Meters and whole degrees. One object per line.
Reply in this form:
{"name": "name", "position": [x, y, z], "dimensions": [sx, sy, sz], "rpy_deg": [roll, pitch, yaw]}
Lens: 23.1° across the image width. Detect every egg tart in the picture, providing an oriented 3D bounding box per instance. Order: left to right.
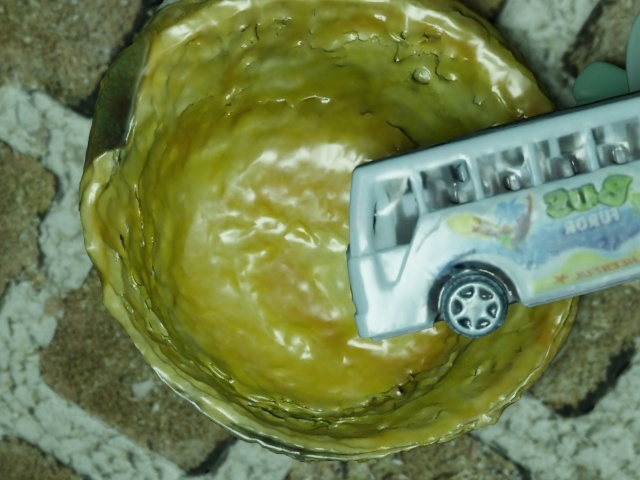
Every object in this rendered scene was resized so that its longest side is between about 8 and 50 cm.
{"name": "egg tart", "position": [0.000, 0.000, 1.261], "dimensions": [0.443, 0.178, 0.443], "rpy_deg": [4, 110, 10]}

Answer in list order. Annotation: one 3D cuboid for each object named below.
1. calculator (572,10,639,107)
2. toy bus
{"name": "calculator", "position": [0.334, -0.123, 1.174], "dimensions": [0.299, 0.041, 0.185], "rpy_deg": [-13, 68, 19]}
{"name": "toy bus", "position": [0.174, -0.024, 1.093], "dimensions": [0.330, 0.109, 0.136], "rpy_deg": [-14, 96, 5]}
